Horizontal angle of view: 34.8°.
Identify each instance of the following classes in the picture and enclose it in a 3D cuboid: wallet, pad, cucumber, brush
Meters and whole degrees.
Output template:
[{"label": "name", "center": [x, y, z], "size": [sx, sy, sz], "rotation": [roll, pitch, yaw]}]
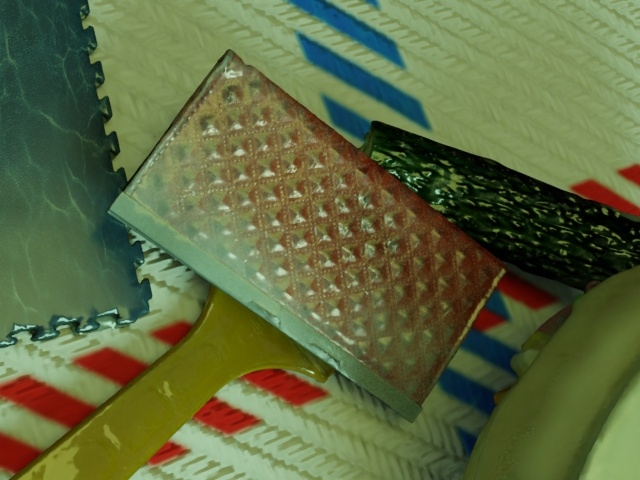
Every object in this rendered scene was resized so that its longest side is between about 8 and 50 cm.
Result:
[{"label": "wallet", "center": [0.000, 0.000, 0.529], "size": [0.196, 0.020, 0.103], "rotation": [36, 84, -15]}, {"label": "pad", "center": [-0.233, -0.066, 0.489], "size": [0.269, 0.012, 0.269], "rotation": [-11, 79, -25]}, {"label": "cucumber", "center": [0.105, -0.016, 0.592], "size": [0.187, 0.058, 0.058], "rotation": [19, 68, -14]}, {"label": "brush", "center": [-0.070, 0.072, 0.508], "size": [0.272, 0.013, 0.103], "rotation": [-42, 98, -29]}]

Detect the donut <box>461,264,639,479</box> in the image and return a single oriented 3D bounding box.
[{"label": "donut", "center": [0.205, 0.194, 0.505], "size": [0.307, 0.150, 0.371], "rotation": [-25, 86, -20]}]
